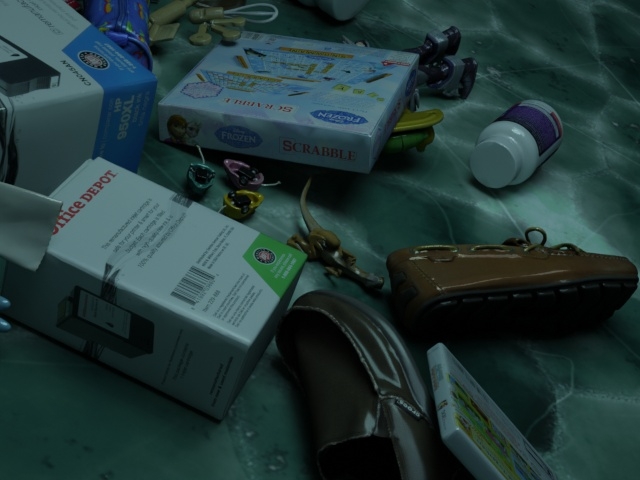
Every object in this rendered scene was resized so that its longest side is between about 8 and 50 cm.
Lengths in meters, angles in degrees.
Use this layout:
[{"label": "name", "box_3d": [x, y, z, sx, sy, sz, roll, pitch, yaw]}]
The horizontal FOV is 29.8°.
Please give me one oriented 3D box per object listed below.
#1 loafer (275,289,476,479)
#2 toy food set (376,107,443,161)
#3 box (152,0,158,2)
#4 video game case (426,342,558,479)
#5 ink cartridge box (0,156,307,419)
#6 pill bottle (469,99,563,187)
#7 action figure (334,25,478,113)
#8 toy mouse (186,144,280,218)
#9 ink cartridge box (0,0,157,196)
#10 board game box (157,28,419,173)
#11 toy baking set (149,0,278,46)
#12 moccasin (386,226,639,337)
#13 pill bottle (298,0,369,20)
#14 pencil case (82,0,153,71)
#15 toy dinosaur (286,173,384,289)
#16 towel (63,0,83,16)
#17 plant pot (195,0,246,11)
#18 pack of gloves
[{"label": "loafer", "box_3d": [0.048, 0.194, 1.307, 0.130, 0.134, 0.366, -9, 45, -37]}, {"label": "toy food set", "box_3d": [0.086, -0.159, 1.872, 0.218, 0.071, 0.128, -9, 22, -15]}, {"label": "box", "box_3d": [-0.424, -0.569, 2.098, 0.191, 0.143, 0.381, -5, 44, -34]}, {"label": "video game case", "box_3d": [0.197, 0.236, 1.293, 0.227, 0.026, 0.206, 49, 13, -15]}, {"label": "ink cartridge box", "box_3d": [-0.190, 0.047, 1.387, 0.289, 0.121, 0.211, 25, 34, 5]}, {"label": "pill bottle", "box_3d": [0.317, -0.154, 1.966, 0.108, 0.108, 0.193, 32, 35, 15]}, {"label": "action figure", "box_3d": [0.141, -0.294, 2.079, 0.285, 0.099, 0.185, -12, 53, -35]}, {"label": "toy mouse", "box_3d": [-0.135, -0.080, 1.675, 0.161, 0.031, 0.143, -18, 51, -44]}, {"label": "ink cartridge box", "box_3d": [-0.452, -0.177, 1.508, 0.285, 0.166, 0.395, 40, 38, 27]}, {"label": "board game box", "box_3d": [-0.039, -0.218, 1.815, 0.318, 0.066, 0.318, 10, 32, 14]}, {"label": "toy baking set", "box_3d": [-0.182, -0.363, 1.976, 0.196, 0.030, 0.256, 15, 37, 26]}, {"label": "moccasin", "box_3d": [0.266, 0.052, 1.643, 0.380, 0.139, 0.147, -4, 50, -20]}, {"label": "pill bottle", "box_3d": [-0.033, -0.540, 2.256, 0.283, 0.161, 0.161, 38, 37, 21]}, {"label": "pencil case", "box_3d": [-0.316, -0.340, 1.840, 0.119, 0.133, 0.306, 4, 38, -11]}, {"label": "toy dinosaur", "box_3d": [0.000, 0.000, 1.632, 0.211, 0.064, 0.112, 52, 25, 23]}, {"label": "towel", "box_3d": [-0.535, -0.417, 1.918, 0.275, 0.031, 0.199, 40, 38, 24]}, {"label": "plant pot", "box_3d": [-0.189, -0.521, 2.138, 0.167, 0.165, 0.167, 15, 33, -10]}, {"label": "pack of gloves", "box_3d": [-0.414, 0.008, 1.257, 0.232, 0.195, 0.046, 22, 3, -1]}]
